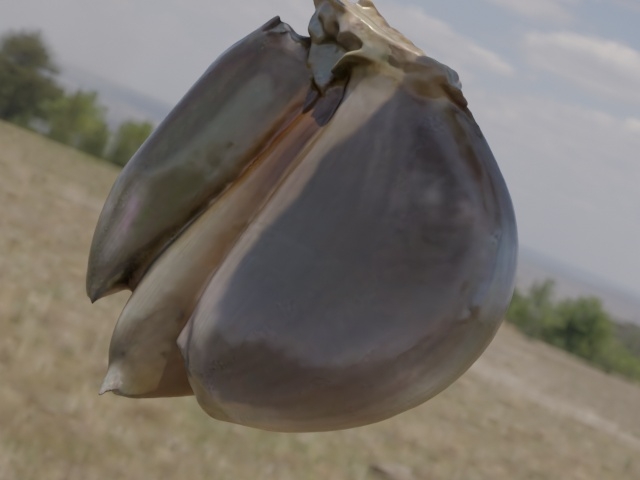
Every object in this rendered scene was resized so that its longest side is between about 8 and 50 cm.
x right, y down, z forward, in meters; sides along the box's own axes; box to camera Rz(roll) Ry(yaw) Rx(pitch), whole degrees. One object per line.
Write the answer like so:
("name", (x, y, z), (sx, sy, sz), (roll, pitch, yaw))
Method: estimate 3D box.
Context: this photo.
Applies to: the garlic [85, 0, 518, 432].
("garlic", (-0.001, -0.001, 1.140), (0.279, 0.325, 0.132), (32, 1, 26))
